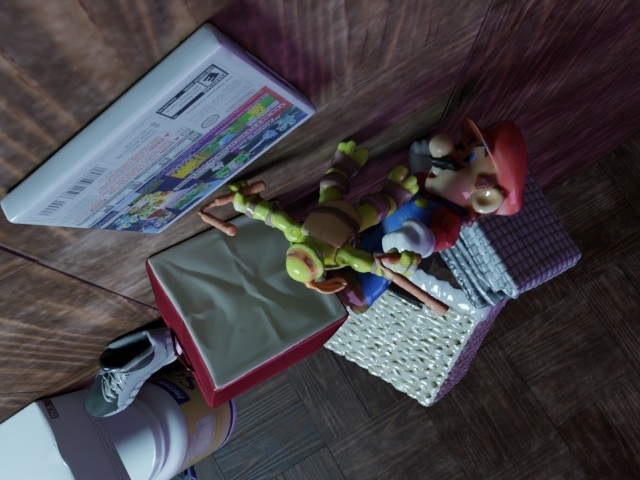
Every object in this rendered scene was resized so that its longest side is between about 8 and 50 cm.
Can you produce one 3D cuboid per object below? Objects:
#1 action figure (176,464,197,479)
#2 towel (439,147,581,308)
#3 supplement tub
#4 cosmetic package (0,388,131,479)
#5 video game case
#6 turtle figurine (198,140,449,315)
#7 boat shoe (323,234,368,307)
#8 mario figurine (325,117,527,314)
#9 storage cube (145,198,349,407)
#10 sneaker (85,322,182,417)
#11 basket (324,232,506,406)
[{"bbox_3d":[-0.474,0.542,1.660,0.330,0.341,0.178,-37,130,-9],"label":"action figure"},{"bbox_3d":[0.311,-0.034,1.080,0.235,0.283,0.121,-22,166,-36],"label":"towel"},{"bbox_3d":[-0.380,0.445,1.436,0.241,0.241,0.331,-35,168,18],"label":"supplement tub"},{"bbox_3d":[-0.575,0.467,1.100,0.385,0.217,0.156,-31,168,9],"label":"cosmetic package"},{"bbox_3d":[-0.116,-0.072,0.478,0.201,0.023,0.183,-35,168,14],"label":"video game case"},{"bbox_3d":[0.028,-0.012,0.635,0.217,0.270,0.087,-50,153,-45],"label":"turtle figurine"},{"bbox_3d":[0.047,0.049,1.140,0.123,0.123,0.342,-46,-175,-22],"label":"boat shoe"},{"bbox_3d":[0.126,-0.058,0.796,0.321,0.198,0.170,-39,148,5],"label":"mario figurine"},{"bbox_3d":[-0.100,0.088,0.792,0.215,0.183,0.193,-27,166,-19],"label":"storage cube"},{"bbox_3d":[-0.345,0.217,0.996,0.229,0.086,0.132,-44,162,9],"label":"sneaker"},{"bbox_3d":[0.214,0.160,1.347,0.331,0.328,0.266,-2,118,-64],"label":"basket"}]
